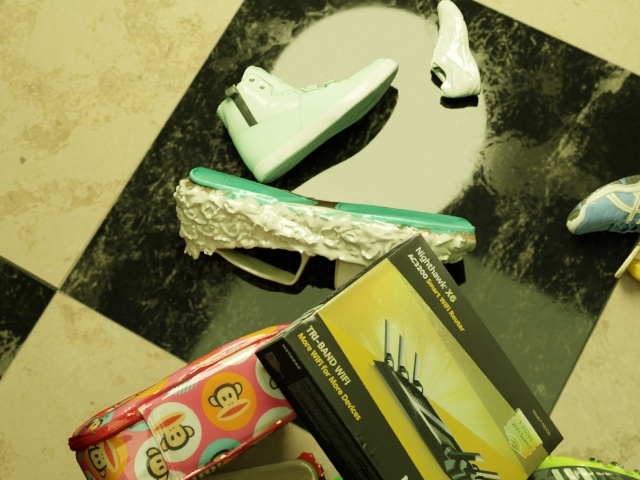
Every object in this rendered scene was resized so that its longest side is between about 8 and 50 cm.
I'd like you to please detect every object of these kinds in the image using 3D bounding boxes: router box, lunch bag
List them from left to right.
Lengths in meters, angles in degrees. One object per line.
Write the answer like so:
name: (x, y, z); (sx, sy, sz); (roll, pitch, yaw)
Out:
lunch bag: (-0.153, 0.215, 1.255); (0.293, 0.258, 0.120); (-26, 86, -23)
router box: (0.109, 0.182, 1.194); (0.243, 0.081, 0.308); (-36, 91, -36)

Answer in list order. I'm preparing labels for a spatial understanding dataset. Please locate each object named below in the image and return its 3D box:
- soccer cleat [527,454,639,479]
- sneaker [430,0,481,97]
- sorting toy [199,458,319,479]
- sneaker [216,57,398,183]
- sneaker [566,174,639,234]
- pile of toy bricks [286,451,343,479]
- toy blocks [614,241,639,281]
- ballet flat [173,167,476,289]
soccer cleat: (0.326, 0.307, 1.293); (0.179, 0.060, 0.072); (7, 83, 13)
sneaker: (0.183, -0.273, 1.470); (0.061, 0.053, 0.152); (-13, 74, 3)
sorting toy: (-0.111, 0.396, 1.231); (0.307, 0.041, 0.229); (-20, 64, 39)
sneaker: (-0.024, -0.212, 1.442); (0.256, 0.094, 0.151); (-36, 80, -4)
sneaker: (0.433, -0.040, 1.369); (0.211, 0.080, 0.081); (-15, 70, 1)
pile of toy bricks: (0.056, 0.323, 1.294); (0.212, 0.118, 0.105); (3, 45, 21)
toy blocks: (0.469, 0.049, 1.322); (0.148, 0.123, 0.054); (37, 51, 13)
ballet flat: (0.000, 0.000, 1.383); (0.409, 0.147, 0.146); (11, 75, 11)
